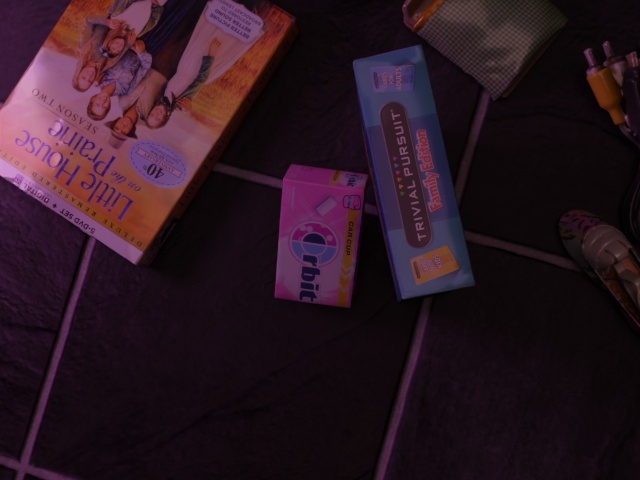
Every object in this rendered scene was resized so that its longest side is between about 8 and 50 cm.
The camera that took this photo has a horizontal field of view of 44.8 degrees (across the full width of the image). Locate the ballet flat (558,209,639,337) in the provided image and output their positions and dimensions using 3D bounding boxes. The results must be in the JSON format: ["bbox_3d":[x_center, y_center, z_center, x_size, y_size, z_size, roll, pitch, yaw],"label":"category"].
[{"bbox_3d":[0.408,0.046,1.041,0.077,0.079,0.222,-35,83,2],"label":"ballet flat"}]

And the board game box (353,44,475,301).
[{"bbox_3d":[0.106,-0.056,0.947,0.079,0.336,0.254,-12,84,4],"label":"board game box"}]

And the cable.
[{"bbox_3d":[0.454,-0.142,1.081,0.139,0.072,0.287,-12,96,-13],"label":"cable"}]

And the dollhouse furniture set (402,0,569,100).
[{"bbox_3d":[0.271,-0.377,1.054,0.197,0.151,0.302,39,89,7],"label":"dollhouse furniture set"}]

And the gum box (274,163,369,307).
[{"bbox_3d":[0.000,0.000,1.054,0.107,0.062,0.189,9,116,6],"label":"gum box"}]

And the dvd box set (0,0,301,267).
[{"bbox_3d":[-0.268,-0.216,1.133,0.307,0.062,0.420,33,88,7],"label":"dvd box set"}]
